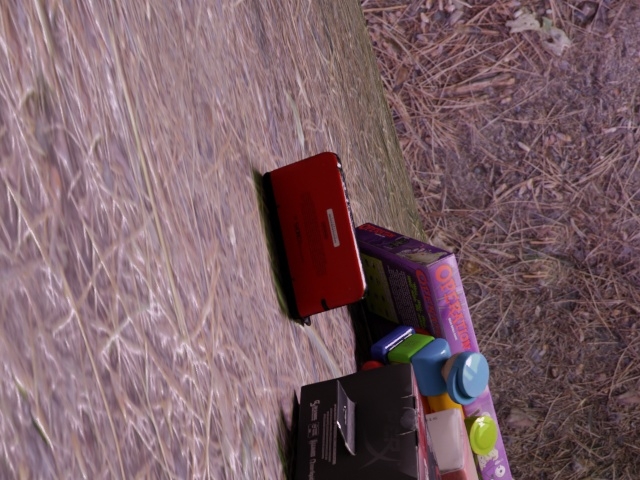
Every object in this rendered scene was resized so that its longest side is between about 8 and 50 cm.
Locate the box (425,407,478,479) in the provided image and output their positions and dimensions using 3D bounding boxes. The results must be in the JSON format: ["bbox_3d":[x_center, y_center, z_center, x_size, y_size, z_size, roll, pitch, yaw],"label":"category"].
[{"bbox_3d":[0.110,0.311,1.758,0.148,0.127,0.232,-84,159,-71],"label":"box"}]

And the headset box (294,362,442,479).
[{"bbox_3d":[0.057,0.261,1.488,0.218,0.110,0.293,-88,164,-67],"label":"headset box"}]

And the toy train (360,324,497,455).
[{"bbox_3d":[0.151,0.228,2.063,0.105,0.143,0.248,-33,117,-37],"label":"toy train"}]

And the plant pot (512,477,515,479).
[{"bbox_3d":[0.272,0.467,2.437,0.256,0.256,0.274,69,-5,-50],"label":"plant pot"}]

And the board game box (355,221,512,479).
[{"bbox_3d":[0.137,0.158,2.186,0.208,0.056,0.346,29,-42,61],"label":"board game box"}]

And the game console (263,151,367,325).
[{"bbox_3d":[0.000,0.000,1.647,0.085,0.124,0.144,1,74,-56],"label":"game console"}]
